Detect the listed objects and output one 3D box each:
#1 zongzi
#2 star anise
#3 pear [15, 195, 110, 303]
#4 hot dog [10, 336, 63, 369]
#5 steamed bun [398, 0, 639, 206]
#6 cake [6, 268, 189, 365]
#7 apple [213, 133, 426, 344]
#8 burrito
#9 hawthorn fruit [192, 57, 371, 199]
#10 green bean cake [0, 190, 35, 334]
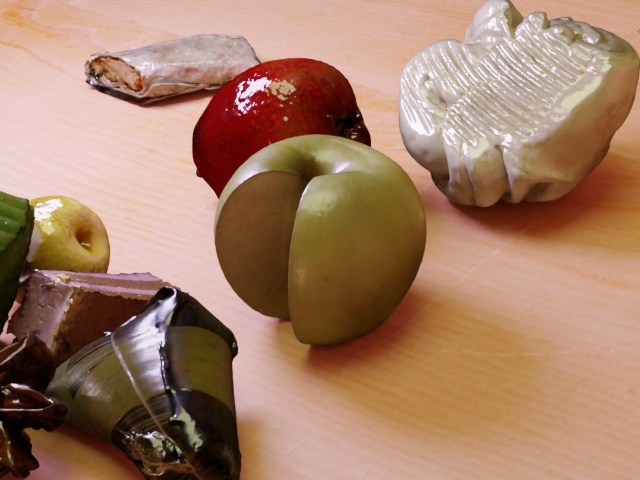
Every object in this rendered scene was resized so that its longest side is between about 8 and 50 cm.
[{"bbox_3d":[-0.252,0.238,1.736,0.317,0.154,0.289,-27,35,14],"label":"zongzi"},{"bbox_3d":[-0.408,0.225,1.746,0.220,0.126,0.190,-24,59,15],"label":"star anise"},{"bbox_3d":[-0.401,0.021,2.073,0.178,0.178,0.178,-6,31,4],"label":"pear"},{"bbox_3d":[-0.378,0.146,1.958,0.099,0.053,0.192,15,38,26],"label":"hot dog"},{"bbox_3d":[0.314,-0.198,2.186,0.352,0.247,0.339,-50,52,0],"label":"steamed bun"},{"bbox_3d":[-0.295,0.083,1.949,0.116,0.112,0.295,29,23,28],"label":"cake"},{"bbox_3d":[0.000,0.000,1.919,0.292,0.254,0.292,-3,33,2],"label":"apple"},{"bbox_3d":[-0.285,-0.329,2.684,0.348,0.107,0.175,-7,17,-3],"label":"burrito"},{"bbox_3d":[-0.075,-0.151,2.207,0.307,0.265,0.265,-12,23,39],"label":"hawthorn fruit"},{"bbox_3d":[-0.491,0.067,1.894,0.156,0.250,0.247,22,22,-9],"label":"green bean cake"}]
